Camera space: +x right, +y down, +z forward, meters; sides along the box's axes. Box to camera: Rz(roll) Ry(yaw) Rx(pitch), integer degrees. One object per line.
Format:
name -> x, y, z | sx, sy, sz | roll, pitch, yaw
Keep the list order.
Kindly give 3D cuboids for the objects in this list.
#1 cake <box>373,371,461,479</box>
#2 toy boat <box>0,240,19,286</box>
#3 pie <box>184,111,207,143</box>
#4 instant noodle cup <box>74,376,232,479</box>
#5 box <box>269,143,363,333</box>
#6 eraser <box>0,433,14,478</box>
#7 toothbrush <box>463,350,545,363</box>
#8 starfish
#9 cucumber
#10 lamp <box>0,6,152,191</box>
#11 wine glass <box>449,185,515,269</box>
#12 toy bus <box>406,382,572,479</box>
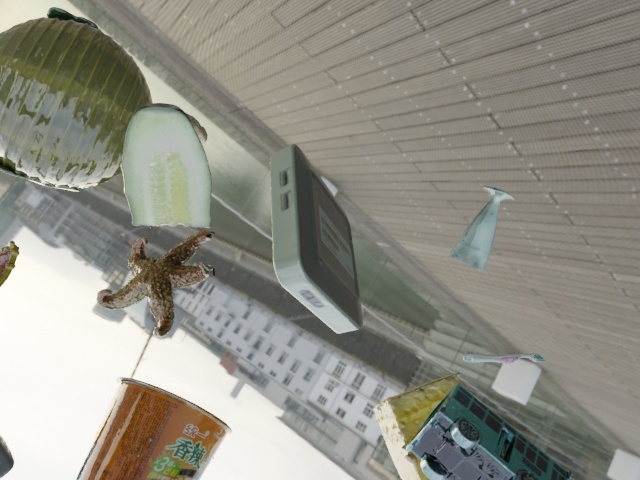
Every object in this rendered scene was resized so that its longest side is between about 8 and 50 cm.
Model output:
cake -> 0.298, 0.522, 1.205 | 0.222, 0.228, 0.285 | 100, 151, -66
toy boat -> -1.021, 0.131, 1.365 | 0.141, 0.318, 0.099 | 27, 145, 17
pie -> -0.455, -0.351, 1.474 | 0.195, 0.046, 0.195 | 12, 153, 6
instant noodle cup -> -0.292, 0.367, 0.797 | 0.231, 0.182, 0.230 | 16, 146, 11
box -> 0.000, 0.000, 1.127 | 0.091, 0.372, 0.367 | -16, 145, 17
eraser -> -0.745, 0.342, 0.938 | 0.352, 0.089, 0.061 | 50, 147, 8
toothbrush -> 0.311, 0.197, 0.785 | 0.204, 0.017, 0.022 | 10, -164, -31
starfish -> -0.407, 0.096, 1.213 | 0.304, 0.311, 0.113 | -4, 143, 12
cucumber -> -0.120, -0.060, 0.369 | 0.067, 0.035, 0.107 | 1, 129, -13
lamp -> -0.349, -0.190, 0.697 | 0.285, 0.250, 0.250 | 22, 173, -26
wine glass -> 0.314, -0.023, 0.903 | 0.073, 0.155, 0.073 | 24, -178, -1
toy bus -> 0.300, 0.391, 0.817 | 0.256, 0.128, 0.147 | 38, -150, 17
